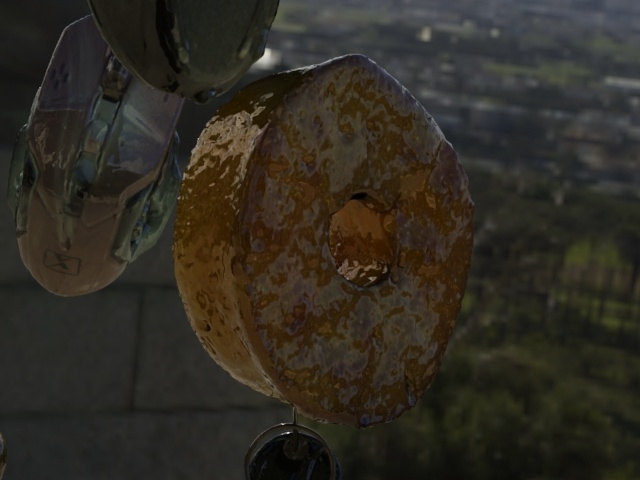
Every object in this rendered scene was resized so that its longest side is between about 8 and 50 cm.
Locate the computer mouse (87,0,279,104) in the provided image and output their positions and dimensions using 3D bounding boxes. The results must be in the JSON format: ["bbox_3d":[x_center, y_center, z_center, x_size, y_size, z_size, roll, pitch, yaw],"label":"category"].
[{"bbox_3d":[-0.109,-0.306,1.535,0.114,0.374,0.203,18,16,34],"label":"computer mouse"}]

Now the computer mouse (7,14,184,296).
[{"bbox_3d":[-0.248,-0.122,2.091,0.199,0.389,0.115,15,3,-4],"label":"computer mouse"}]

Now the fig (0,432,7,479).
[{"bbox_3d":[-0.280,0.156,1.361,0.084,0.098,0.082,-28,5,-1],"label":"fig"}]

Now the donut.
[{"bbox_3d":[0.000,0.000,1.435,0.110,0.303,0.303,5,7,37],"label":"donut"}]

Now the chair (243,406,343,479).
[{"bbox_3d":[-0.025,0.206,1.656,0.104,0.095,0.221,7,-16,3],"label":"chair"}]
